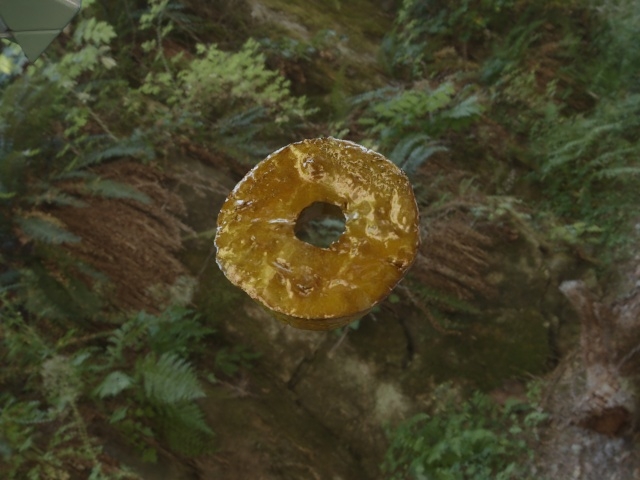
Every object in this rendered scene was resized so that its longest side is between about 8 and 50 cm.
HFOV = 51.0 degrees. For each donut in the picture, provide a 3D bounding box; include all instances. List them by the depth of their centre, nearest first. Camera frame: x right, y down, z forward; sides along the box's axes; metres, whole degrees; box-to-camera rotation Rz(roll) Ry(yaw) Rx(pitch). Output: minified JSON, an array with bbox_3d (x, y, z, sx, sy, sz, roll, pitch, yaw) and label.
[{"bbox_3d":[0.002,-0.002,0.909,0.277,0.278,0.108,-56,-20,-24],"label":"donut"}]

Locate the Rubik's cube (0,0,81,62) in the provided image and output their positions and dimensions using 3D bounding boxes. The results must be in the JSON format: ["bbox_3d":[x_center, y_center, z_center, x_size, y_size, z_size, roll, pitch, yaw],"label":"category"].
[{"bbox_3d":[-0.398,-0.356,0.794,0.265,0.224,0.212,-23,58,39],"label":"Rubik's cube"}]
